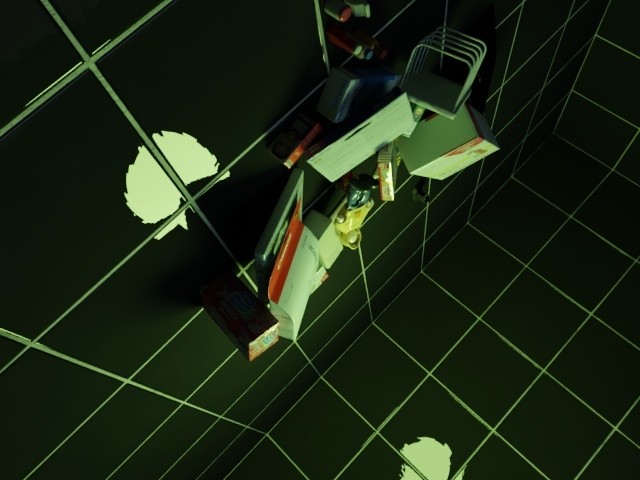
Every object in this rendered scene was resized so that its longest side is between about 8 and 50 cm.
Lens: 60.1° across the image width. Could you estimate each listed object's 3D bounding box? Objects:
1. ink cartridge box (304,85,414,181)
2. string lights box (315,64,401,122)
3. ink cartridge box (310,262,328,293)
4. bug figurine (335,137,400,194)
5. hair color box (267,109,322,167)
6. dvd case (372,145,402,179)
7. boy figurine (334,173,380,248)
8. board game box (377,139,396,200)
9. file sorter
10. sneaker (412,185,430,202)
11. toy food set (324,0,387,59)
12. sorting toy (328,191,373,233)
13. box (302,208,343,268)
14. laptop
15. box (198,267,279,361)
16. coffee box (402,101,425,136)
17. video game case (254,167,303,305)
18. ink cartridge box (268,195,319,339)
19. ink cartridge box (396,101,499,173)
[{"bbox_3d":[0.115,-0.312,1.617,0.324,0.071,0.330,-34,168,9],"label":"ink cartridge box"},{"bbox_3d":[0.113,-0.424,1.585,0.260,0.077,0.133,-23,146,-48],"label":"string lights box"},{"bbox_3d":[-0.082,0.139,2.069,0.176,0.127,0.128,-45,158,-8],"label":"ink cartridge box"},{"bbox_3d":[0.169,-0.281,1.933,0.279,0.072,0.216,-28,144,-33],"label":"bug figurine"},{"bbox_3d":[-0.070,-0.273,1.492,0.141,0.072,0.043,-51,159,2],"label":"hair color box"},{"bbox_3d":[0.287,-0.338,2.137,0.165,0.018,0.221,-24,146,-49],"label":"dvd case"},{"bbox_3d":[0.112,-0.088,1.917,0.177,0.092,0.285,-26,142,-43],"label":"boy figurine"},{"bbox_3d":[0.226,-0.250,1.846,0.193,0.045,0.146,74,23,-54],"label":"board game box"},{"bbox_3d":[0.374,-0.521,1.680,0.277,0.193,0.173,-51,163,-52],"label":"file sorter"},{"bbox_3d":[0.482,-0.206,2.625,0.051,0.089,0.170,-49,158,-1],"label":"sneaker"},{"bbox_3d":[0.088,-0.520,1.341,0.111,0.104,0.232,-46,158,-9],"label":"toy food set"},{"bbox_3d":[0.110,-0.111,2.157,0.193,0.038,0.208,-52,154,6],"label":"sorting toy"},{"bbox_3d":[0.000,0.000,2.026,0.113,0.094,0.275,-54,159,-14],"label":"box"},{"bbox_3d":[0.526,-0.618,2.132,0.408,0.236,0.382,-24,162,13],"label":"laptop"},{"bbox_3d":[-0.253,0.228,1.716,0.123,0.257,0.128,-34,153,-27],"label":"box"},{"bbox_3d":[0.314,-0.456,1.873,0.041,0.113,0.184,13,122,-22],"label":"coffee box"},{"bbox_3d":[-0.121,-0.007,1.689,0.299,0.036,0.328,95,14,-55],"label":"video game case"},{"bbox_3d":[-0.074,0.094,1.737,0.384,0.091,0.308,97,9,-57],"label":"ink cartridge box"},{"bbox_3d":[0.491,-0.368,2.099,0.279,0.160,0.385,-28,170,27],"label":"ink cartridge box"}]
